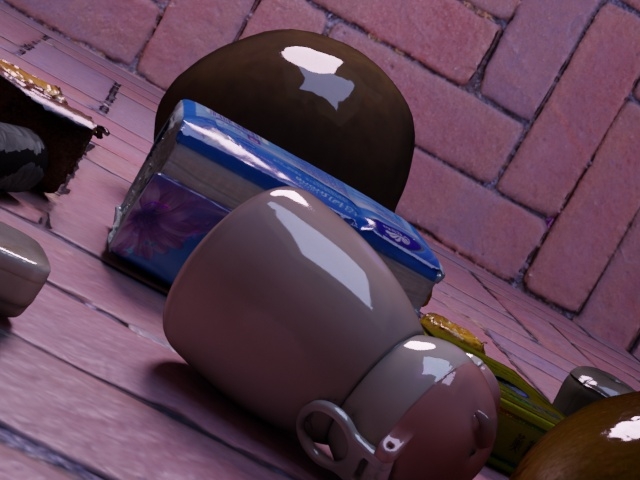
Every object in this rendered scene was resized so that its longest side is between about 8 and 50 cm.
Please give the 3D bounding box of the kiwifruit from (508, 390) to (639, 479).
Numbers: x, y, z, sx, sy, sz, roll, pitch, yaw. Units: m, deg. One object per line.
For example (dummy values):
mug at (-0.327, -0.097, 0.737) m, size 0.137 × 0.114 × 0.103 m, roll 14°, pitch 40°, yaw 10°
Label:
kiwifruit at (0.185, 0.176, 0.763) m, size 0.196 × 0.196 × 0.234 m, roll 32°, pitch 13°, yaw 19°

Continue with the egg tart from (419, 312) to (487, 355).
egg tart at (0.145, 0.120, 1.637) m, size 0.130 × 0.052 × 0.130 m, roll 27°, pitch 4°, yaw -2°

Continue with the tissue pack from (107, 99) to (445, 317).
tissue pack at (-0.046, -0.001, 1.291) m, size 0.263 × 0.146 × 0.198 m, roll 30°, pitch 8°, yaw -11°

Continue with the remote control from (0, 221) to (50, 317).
remote control at (-0.273, -0.020, 0.850) m, size 0.230 × 0.049 × 0.090 m, roll 28°, pitch 7°, yaw -24°

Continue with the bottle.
bottle at (0.020, 0.085, 0.972) m, size 0.236 × 0.147 × 0.147 m, roll 40°, pitch 9°, yaw 20°

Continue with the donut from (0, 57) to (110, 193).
donut at (-0.299, -0.120, 1.368) m, size 0.141 × 0.085 × 0.217 m, roll 27°, pitch 6°, yaw -23°

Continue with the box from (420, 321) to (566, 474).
box at (0.157, 0.157, 1.356) m, size 0.141 × 0.064 × 0.220 m, roll 28°, pitch 8°, yaw -19°

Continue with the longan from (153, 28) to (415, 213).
longan at (-0.043, -0.105, 1.619) m, size 0.297 × 0.297 × 0.297 m, roll 29°, pitch 6°, yaw -4°

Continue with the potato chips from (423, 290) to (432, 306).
potato chips at (0.000, 0.000, 1.893) m, size 0.407 × 0.057 × 0.080 m, roll 27°, pitch 10°, yaw -23°

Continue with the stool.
stool at (0.265, 0.185, 1.397) m, size 0.096 × 0.110 × 0.096 m, roll 31°, pitch 7°, yaw -4°

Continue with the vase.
vase at (-0.289, -0.072, 1.148) m, size 0.060 × 0.060 × 0.211 m, roll 31°, pitch 7°, yaw 13°
